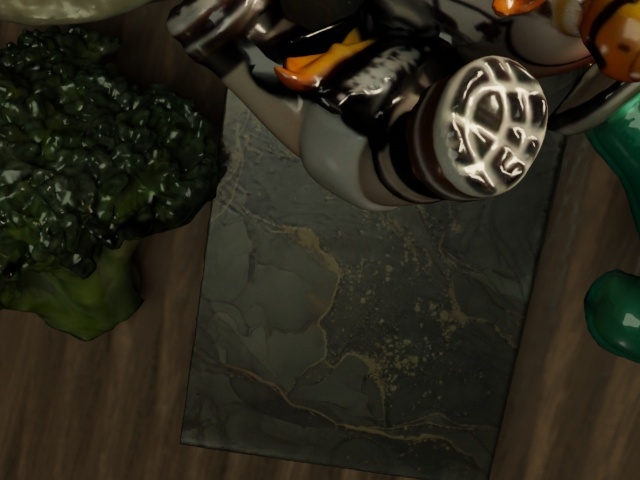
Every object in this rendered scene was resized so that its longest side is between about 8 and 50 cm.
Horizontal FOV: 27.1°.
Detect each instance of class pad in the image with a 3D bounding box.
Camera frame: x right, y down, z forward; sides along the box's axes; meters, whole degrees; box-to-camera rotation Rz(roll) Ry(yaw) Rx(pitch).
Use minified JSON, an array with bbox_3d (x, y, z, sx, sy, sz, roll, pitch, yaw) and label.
[{"bbox_3d":[0.038,0.006,0.968,0.247,0.007,0.368,9,109,-3],"label":"pad"}]

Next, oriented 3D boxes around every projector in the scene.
[{"bbox_3d":[0.000,0.000,1.008,0.115,0.061,0.147,13,109,7],"label":"projector"}]

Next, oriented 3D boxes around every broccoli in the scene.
[{"bbox_3d":[-0.208,-0.030,0.993,0.288,0.245,0.248,29,76,26],"label":"broccoli"}]

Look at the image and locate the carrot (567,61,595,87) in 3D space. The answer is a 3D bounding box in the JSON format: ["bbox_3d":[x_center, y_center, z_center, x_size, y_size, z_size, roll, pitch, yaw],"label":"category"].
[{"bbox_3d":[0.194,-0.113,0.945,0.035,0.035,0.165,-33,94,19],"label":"carrot"}]

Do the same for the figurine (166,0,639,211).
[{"bbox_3d":[0.095,-0.174,0.807,0.320,0.196,0.323,35,75,31],"label":"figurine"}]

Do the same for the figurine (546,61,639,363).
[{"bbox_3d":[0.325,-0.010,0.842,0.323,0.231,0.340,-42,95,3],"label":"figurine"}]

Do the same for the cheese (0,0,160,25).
[{"bbox_3d":[-0.178,-0.319,0.903,0.292,0.153,0.332,11,107,9],"label":"cheese"}]
